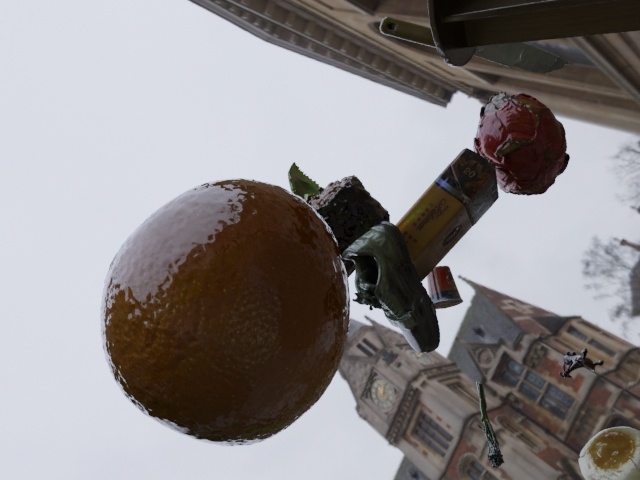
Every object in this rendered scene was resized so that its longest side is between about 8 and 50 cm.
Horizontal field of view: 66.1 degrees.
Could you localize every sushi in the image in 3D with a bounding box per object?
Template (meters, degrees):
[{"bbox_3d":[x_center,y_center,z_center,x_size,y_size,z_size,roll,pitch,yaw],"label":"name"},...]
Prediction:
[{"bbox_3d":[0.000,0.000,1.163,0.348,0.234,0.207,-43,-87,-5],"label":"sushi"}]

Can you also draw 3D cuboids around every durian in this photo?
[{"bbox_3d":[-0.051,-0.087,1.645,0.157,0.356,0.169,-39,-50,25],"label":"durian"}]

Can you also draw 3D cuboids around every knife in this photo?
[{"bbox_3d":[0.239,-0.309,0.767,0.017,0.297,0.047,-47,-26,-75],"label":"knife"}]

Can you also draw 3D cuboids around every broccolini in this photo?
[{"bbox_3d":[0.524,0.578,1.543,0.062,0.123,0.272,-9,-98,-3],"label":"broccolini"}]

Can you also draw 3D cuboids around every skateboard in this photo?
[{"bbox_3d":[0.795,0.388,1.524,0.080,0.067,0.151,-52,-8,-15],"label":"skateboard"}]

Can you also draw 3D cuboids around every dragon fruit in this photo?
[{"bbox_3d":[0.625,-0.298,1.543,0.277,0.277,0.343,-42,-68,-15],"label":"dragon fruit"}]

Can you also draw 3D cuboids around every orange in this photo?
[{"bbox_3d":[-0.069,0.052,0.391,0.206,0.206,0.206,-21,-54,-32],"label":"orange"}]

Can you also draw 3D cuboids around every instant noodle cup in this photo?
[{"bbox_3d":[0.439,0.168,1.775,0.127,0.127,0.136,16,-122,-46],"label":"instant noodle cup"}]

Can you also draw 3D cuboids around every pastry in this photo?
[{"bbox_3d":[0.600,0.448,0.978,0.156,0.156,0.092,-36,-83,-21],"label":"pastry"}]

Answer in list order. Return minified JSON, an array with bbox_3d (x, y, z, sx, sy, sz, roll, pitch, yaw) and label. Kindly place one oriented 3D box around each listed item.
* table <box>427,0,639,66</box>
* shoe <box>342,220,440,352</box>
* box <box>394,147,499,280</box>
[{"bbox_3d":[0.259,-0.291,0.553,0.167,0.226,0.167,-15,-70,-51],"label":"table"},{"bbox_3d":[0.134,0.118,1.012,0.149,0.109,0.293,-23,-87,-29],"label":"shoe"},{"bbox_3d":[0.329,-0.041,1.409,0.415,0.116,0.264,-48,-25,5],"label":"box"}]
